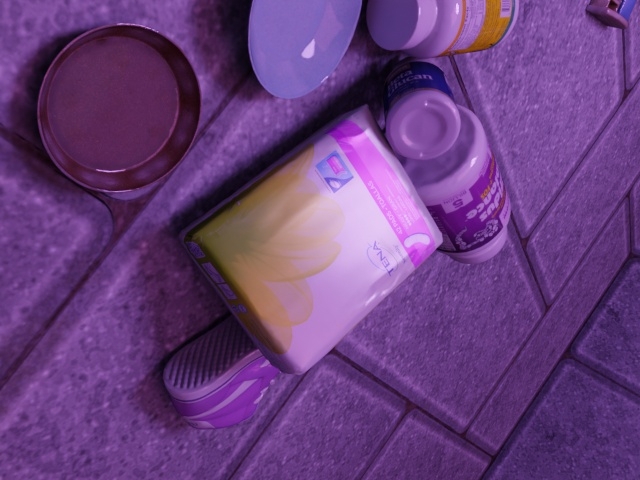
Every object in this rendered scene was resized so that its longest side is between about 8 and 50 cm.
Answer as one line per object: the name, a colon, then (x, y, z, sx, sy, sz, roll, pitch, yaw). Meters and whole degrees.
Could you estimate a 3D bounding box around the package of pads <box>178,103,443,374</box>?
package of pads: (0.000, 0.000, 0.738, 0.297, 0.101, 0.229, -39, 107, -21)

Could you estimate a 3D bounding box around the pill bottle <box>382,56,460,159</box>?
pill bottle: (0.132, -0.189, 0.771, 0.169, 0.094, 0.094, -85, 176, -53)

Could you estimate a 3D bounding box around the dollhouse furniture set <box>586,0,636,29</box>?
dollhouse furniture set: (0.688, -0.503, 1.056, 0.287, 0.303, 0.198, -3, 116, -47)

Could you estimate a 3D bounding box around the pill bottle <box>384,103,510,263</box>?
pill bottle: (0.221, -0.076, 0.944, 0.169, 0.169, 0.301, -54, 142, -6)

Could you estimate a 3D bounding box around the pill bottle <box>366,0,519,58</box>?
pill bottle: (0.164, -0.309, 0.764, 0.209, 0.118, 0.117, -21, 129, -38)

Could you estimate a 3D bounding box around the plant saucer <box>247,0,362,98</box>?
plant saucer: (-0.024, -0.260, 0.641, 0.195, 0.037, 0.194, -40, 149, -31)

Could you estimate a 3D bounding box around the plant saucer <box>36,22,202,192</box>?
plant saucer: (-0.197, -0.130, 0.563, 0.169, 0.029, 0.168, -27, 134, -33)

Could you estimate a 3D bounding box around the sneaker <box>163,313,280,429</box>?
sneaker: (-0.087, 0.174, 0.843, 0.282, 0.102, 0.161, -27, 137, -20)
